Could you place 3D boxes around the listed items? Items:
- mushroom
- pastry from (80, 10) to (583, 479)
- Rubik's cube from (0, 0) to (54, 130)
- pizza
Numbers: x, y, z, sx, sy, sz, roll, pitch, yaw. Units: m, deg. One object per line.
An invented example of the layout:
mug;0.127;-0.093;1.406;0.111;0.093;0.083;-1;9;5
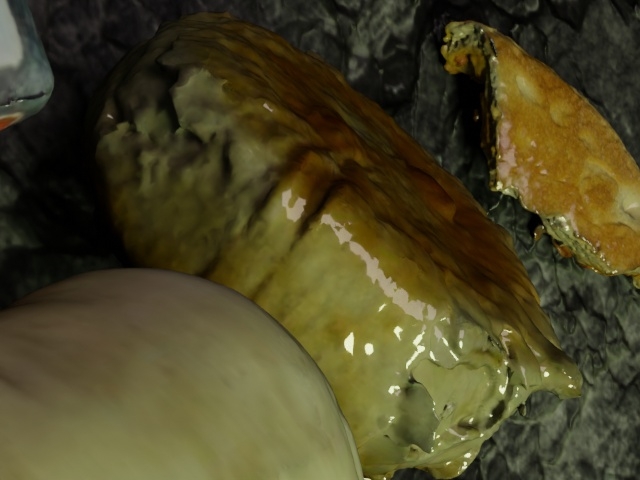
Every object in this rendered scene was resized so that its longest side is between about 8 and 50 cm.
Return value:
mushroom;-0.140;0.142;0.787;0.353;0.325;0.353;4;80;-25
pastry;0.000;0.000;1.112;0.329;0.136;0.330;40;16;-14
Rubik's cube;-0.348;-0.132;0.773;0.313;0.318;0.316;-19;90;-44
pizza;0.180;-0.054;1.407;0.271;0.056;0.134;39;51;-28
